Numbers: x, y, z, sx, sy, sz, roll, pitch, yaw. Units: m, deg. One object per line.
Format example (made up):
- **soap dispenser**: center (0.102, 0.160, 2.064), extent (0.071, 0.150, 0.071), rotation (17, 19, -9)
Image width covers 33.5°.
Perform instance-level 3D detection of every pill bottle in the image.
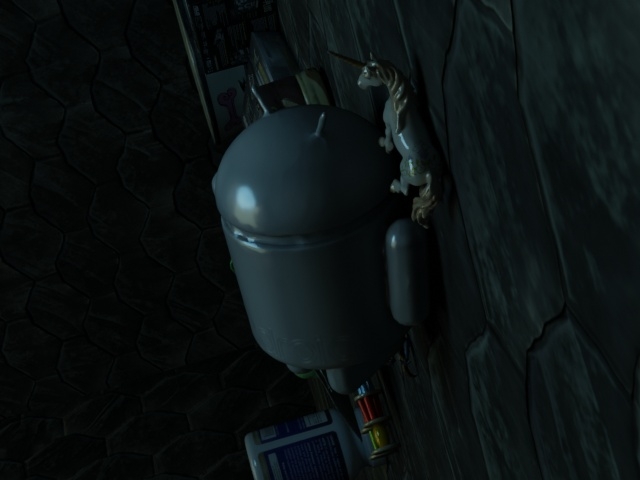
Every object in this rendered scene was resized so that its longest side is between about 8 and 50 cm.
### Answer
- **pill bottle**: center (-0.009, 0.428, 2.148), extent (0.153, 0.265, 0.153), rotation (164, 90, -86)

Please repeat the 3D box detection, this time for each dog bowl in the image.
- **dog bowl**: center (-0.221, -0.427, 2.383), extent (0.408, 0.150, 0.408), rotation (163, 90, -85)

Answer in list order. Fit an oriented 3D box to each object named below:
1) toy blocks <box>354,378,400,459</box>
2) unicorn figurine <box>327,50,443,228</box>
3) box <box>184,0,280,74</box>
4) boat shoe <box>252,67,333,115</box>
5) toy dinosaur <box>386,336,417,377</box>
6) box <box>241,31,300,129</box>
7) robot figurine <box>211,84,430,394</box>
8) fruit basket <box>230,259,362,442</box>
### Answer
- **toy blocks**: center (0.091, 0.309, 1.895), extent (0.123, 0.054, 0.148), rotation (93, 160, -72)
- **unicorn figurine**: center (0.074, -0.098, 0.960), extent (0.162, 0.060, 0.111), rotation (56, 169, 14)
- **box**: center (-0.151, -0.386, 1.821), extent (0.180, 0.147, 0.077), rotation (82, 171, -59)
- **boat shoe**: center (-0.013, -0.066, 1.502), extent (0.123, 0.123, 0.342), rotation (-154, 48, -82)
- **toy dinosaur**: center (0.098, 0.129, 1.417), extent (0.090, 0.047, 0.082), rotation (65, -158, -49)
- **box**: center (-0.077, -0.218, 1.789), extent (0.231, 0.056, 0.183), rotation (-113, 27, -48)
- **robot figurine**: center (0.000, 0.000, 1.176), extent (0.300, 0.200, 0.353), rotation (15, 131, 37)
- **fruit basket**: center (-0.039, 0.121, 1.754), extent (0.327, 0.165, 0.353), rotation (60, -167, -44)
